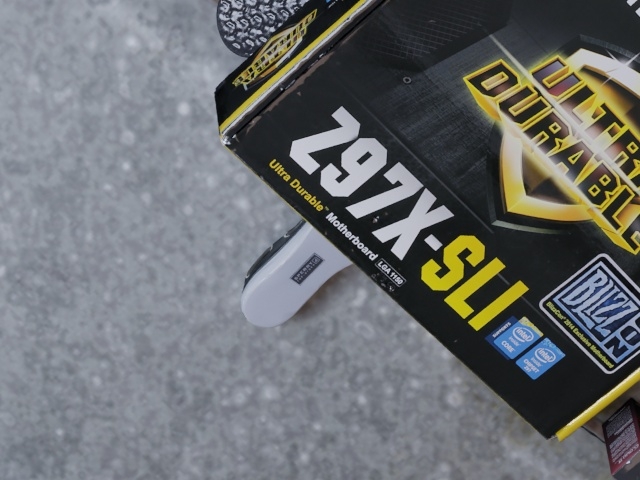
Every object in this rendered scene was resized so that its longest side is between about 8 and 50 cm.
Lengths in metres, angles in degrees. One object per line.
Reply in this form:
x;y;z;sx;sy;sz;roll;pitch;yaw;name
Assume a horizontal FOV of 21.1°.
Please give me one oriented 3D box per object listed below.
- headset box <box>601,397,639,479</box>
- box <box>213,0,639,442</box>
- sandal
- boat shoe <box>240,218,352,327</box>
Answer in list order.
0.223;0.151;1.146;0.062;0.083;0.032;40;107;-10;headset box
0.134;-0.059;1.046;0.257;0.079;0.322;-40;116;16;box
0.023;-0.149;1.081;0.179;0.040;0.067;-1;104;19;sandal
0.000;0.000;1.126;0.142;0.040;0.049;-40;117;15;boat shoe
